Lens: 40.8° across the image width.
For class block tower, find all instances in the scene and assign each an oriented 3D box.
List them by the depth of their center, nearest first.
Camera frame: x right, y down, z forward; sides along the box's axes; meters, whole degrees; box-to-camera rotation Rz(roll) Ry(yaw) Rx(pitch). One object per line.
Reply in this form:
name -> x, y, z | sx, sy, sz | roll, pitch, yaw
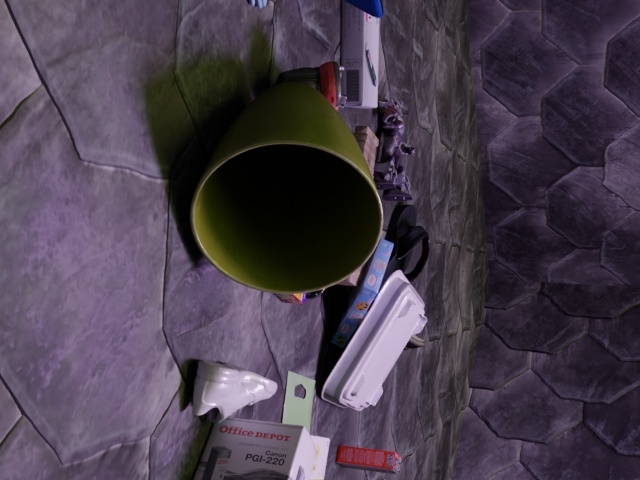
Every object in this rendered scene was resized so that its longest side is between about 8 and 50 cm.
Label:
block tower -> 0.052, -0.072, 1.841 | 0.091, 0.097, 0.335 | 37, 60, -68

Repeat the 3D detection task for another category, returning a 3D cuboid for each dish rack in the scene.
dish rack -> 0.139, 0.247, 1.970 | 0.333, 0.072, 0.285 | -57, 159, -6

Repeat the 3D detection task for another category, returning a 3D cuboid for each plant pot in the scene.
plant pot -> -0.050, -0.115, 1.337 | 0.293, 0.275, 0.275 | -91, 171, -52

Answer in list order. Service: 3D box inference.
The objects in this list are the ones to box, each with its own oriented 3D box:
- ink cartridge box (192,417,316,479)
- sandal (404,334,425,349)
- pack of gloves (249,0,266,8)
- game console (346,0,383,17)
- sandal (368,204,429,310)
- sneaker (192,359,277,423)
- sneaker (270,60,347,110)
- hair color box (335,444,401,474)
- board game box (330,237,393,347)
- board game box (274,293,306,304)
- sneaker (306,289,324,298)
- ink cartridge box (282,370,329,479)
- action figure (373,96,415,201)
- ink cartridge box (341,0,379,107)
ink cartridge box -> -0.112, 0.389, 1.318 | 0.092, 0.159, 0.218 | 73, 26, -43
sandal -> 0.203, 0.245, 2.306 | 0.303, 0.120, 0.086 | 42, 39, -66
pack of gloves -> -0.091, -0.516, 1.425 | 0.232, 0.046, 0.195 | 74, 26, -43
game console -> 0.033, -0.589, 1.556 | 0.293, 0.173, 0.250 | 66, 33, -62
sandal -> 0.232, 0.057, 2.360 | 0.446, 0.107, 0.167 | -63, 150, -51
sneaker -> -0.144, 0.246, 1.362 | 0.212, 0.080, 0.094 | 29, 77, -62
sneaker -> -0.035, -0.235, 1.557 | 0.276, 0.135, 0.097 | 109, -22, -72
hair color box -> 0.114, 0.518, 2.028 | 0.072, 0.141, 0.043 | 56, 41, -61
board game box -> 0.093, 0.118, 1.918 | 0.160, 0.039, 0.211 | -67, -177, -46
board game box -> -0.067, 0.021, 1.573 | 0.193, 0.045, 0.146 | 47, 48, -64
sneaker -> 0.000, 0.000, 1.729 | 0.106, 0.078, 0.234 | 12, 86, -74
ink cartridge box -> -0.031, 0.392, 1.725 | 0.171, 0.056, 0.235 | 41, 57, -66
action figure -> 0.189, -0.245, 2.213 | 0.185, 0.099, 0.285 | 45, 46, -54
ink cartridge box -> 0.108, -0.446, 2.003 | 0.239, 0.060, 0.275 | -19, 111, -68
